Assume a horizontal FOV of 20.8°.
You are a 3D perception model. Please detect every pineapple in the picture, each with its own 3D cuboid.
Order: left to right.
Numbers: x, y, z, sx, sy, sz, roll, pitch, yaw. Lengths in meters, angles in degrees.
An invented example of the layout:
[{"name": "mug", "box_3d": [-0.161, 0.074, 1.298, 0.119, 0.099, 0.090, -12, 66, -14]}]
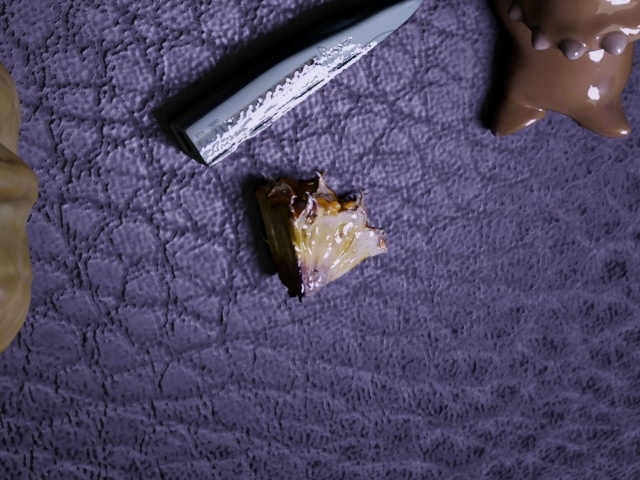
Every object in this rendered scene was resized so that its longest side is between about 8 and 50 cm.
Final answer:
[{"name": "pineapple", "box_3d": [0.000, 0.000, 1.566, 0.137, 0.069, 0.116, 21, 94, -34]}]

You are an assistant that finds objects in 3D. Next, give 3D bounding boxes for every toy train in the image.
[{"name": "toy train", "box_3d": [-0.017, -0.155, 1.517, 0.252, 0.055, 0.048, -37, 111, -14]}]

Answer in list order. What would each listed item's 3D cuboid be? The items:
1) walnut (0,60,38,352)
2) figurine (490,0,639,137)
[{"name": "walnut", "box_3d": [-0.344, -0.025, 1.265, 0.277, 0.282, 0.253, -4, 147, -34]}, {"name": "figurine", "box_3d": [0.251, -0.198, 1.576, 0.177, 0.173, 0.247, -4, 107, -28]}]
